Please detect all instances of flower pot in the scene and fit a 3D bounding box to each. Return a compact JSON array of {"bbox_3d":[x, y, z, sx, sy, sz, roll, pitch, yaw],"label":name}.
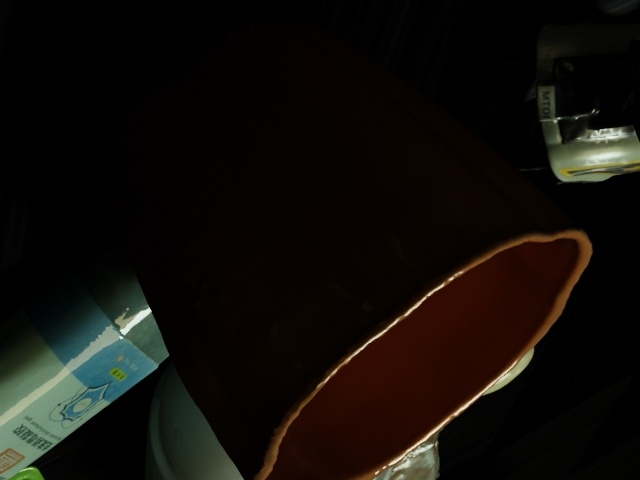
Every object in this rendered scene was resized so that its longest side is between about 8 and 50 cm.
[{"bbox_3d":[0.000,0.000,0.892,0.190,0.173,0.191,-31,156,-16],"label":"flower pot"}]

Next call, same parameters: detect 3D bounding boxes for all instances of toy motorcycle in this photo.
[{"bbox_3d":[0.198,-0.082,1.093,0.157,0.091,0.263,-3,-177,27],"label":"toy motorcycle"}]

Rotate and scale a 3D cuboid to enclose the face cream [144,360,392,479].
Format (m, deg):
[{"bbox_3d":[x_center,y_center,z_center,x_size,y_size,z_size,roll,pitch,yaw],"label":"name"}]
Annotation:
[{"bbox_3d":[-0.031,0.117,1.111,0.145,0.145,0.370,-30,155,-22],"label":"face cream"}]

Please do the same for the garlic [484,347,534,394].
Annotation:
[{"bbox_3d":[0.131,0.089,1.448,0.083,0.041,0.053,-28,162,-43],"label":"garlic"}]

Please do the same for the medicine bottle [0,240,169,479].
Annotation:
[{"bbox_3d":[-0.157,0.082,0.960,0.208,0.054,0.090,-38,160,-2],"label":"medicine bottle"}]

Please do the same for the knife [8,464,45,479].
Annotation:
[{"bbox_3d":[-0.159,0.166,1.165,0.078,0.022,0.166,-41,159,-10],"label":"knife"}]

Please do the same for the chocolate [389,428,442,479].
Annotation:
[{"bbox_3d":[-0.047,0.207,1.362,0.329,0.065,0.102,-27,156,-24],"label":"chocolate"}]
